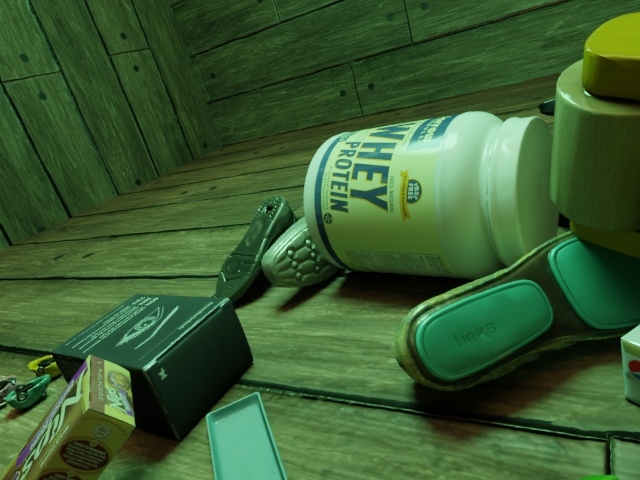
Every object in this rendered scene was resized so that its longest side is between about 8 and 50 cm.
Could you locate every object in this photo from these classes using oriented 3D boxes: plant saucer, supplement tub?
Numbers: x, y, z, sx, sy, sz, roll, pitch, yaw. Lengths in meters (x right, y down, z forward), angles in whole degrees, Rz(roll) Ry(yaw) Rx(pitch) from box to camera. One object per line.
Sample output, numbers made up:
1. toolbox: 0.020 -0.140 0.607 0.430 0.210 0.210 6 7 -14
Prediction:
1. plant saucer: -0.073 0.225 0.475 0.067 0.018 0.192 -22 20 -12
2. supplement tub: 0.162 -0.063 0.713 0.325 0.235 0.235 1 27 40

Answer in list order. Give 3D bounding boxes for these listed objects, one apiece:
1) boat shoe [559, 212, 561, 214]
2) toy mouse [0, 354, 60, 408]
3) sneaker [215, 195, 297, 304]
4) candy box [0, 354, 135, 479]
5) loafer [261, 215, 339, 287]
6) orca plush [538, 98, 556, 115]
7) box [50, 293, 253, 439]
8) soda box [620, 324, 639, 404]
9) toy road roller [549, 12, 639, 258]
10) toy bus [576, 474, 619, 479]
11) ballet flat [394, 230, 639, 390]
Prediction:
1. boat shoe: 0.388 -0.123 0.865 0.103 0.113 0.302 -14 21 -7
2. toy mouse: -0.472 0.236 0.738 0.161 0.031 0.143 -12 21 15
3. sneaker: -0.103 0.039 0.896 0.087 0.130 0.227 6 58 37
4. candy box: -0.259 0.220 0.458 0.186 0.053 0.109 -55 28 -2
5. loafer: 0.000 0.000 0.875 0.111 0.112 0.319 -5 15 41
6. orca plush: 0.401 -0.182 0.677 0.287 0.151 0.102 -2 53 -31
7. box: -0.224 0.157 0.636 0.207 0.108 0.153 -1 25 35
8. soda box: 0.373 0.079 0.423 0.216 0.069 0.074 -25 22 -20
9. toy road roller: 0.301 -0.014 0.338 0.241 0.202 0.330 -41 44 -21
10. toy bus: 0.145 0.193 0.229 0.191 0.104 0.202 -4 -25 -27
11. ballet flat: 0.240 0.069 0.517 0.349 0.123 0.123 -18 21 -9
